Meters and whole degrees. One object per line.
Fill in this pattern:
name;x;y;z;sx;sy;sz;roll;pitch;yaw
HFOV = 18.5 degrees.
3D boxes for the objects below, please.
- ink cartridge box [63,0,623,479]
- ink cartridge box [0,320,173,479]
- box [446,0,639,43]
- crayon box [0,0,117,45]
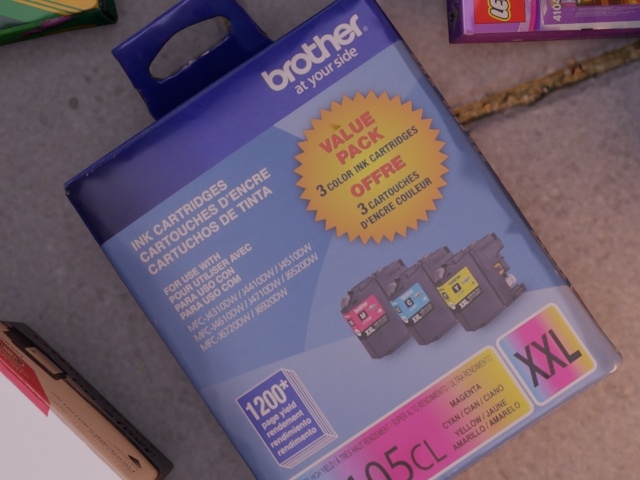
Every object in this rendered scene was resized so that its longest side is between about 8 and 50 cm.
ink cartridge box;0.000;0.000;1.451;0.270;0.151;0.395;-35;85;2
ink cartridge box;-0.210;0.146;1.415;0.172;0.237;0.100;43;89;4
box;0.190;-0.298;1.471;0.200;0.057;0.293;-2;88;-8
crayon box;-0.266;-0.287;1.503;0.165;0.081;0.278;-12;88;3
